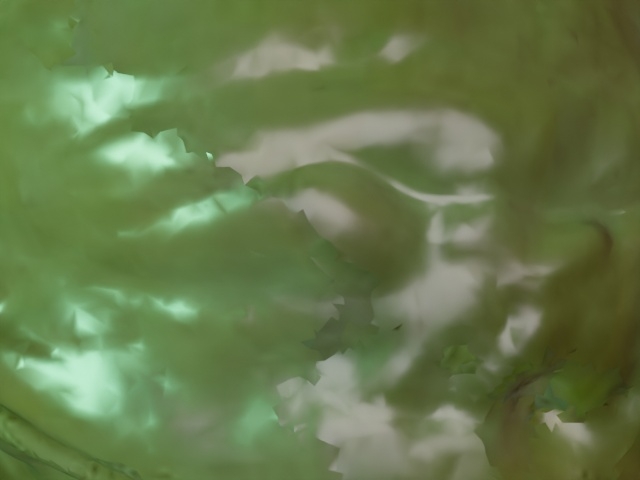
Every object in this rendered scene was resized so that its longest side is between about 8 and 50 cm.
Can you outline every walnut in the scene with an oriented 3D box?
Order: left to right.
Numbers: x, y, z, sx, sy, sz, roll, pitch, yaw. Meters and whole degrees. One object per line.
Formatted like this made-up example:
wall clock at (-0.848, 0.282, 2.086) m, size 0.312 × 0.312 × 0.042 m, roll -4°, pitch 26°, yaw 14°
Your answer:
walnut at (-0.001, -0.002, 0.455) m, size 0.313 × 0.277 × 0.252 m, roll 2°, pitch 66°, yaw -24°
